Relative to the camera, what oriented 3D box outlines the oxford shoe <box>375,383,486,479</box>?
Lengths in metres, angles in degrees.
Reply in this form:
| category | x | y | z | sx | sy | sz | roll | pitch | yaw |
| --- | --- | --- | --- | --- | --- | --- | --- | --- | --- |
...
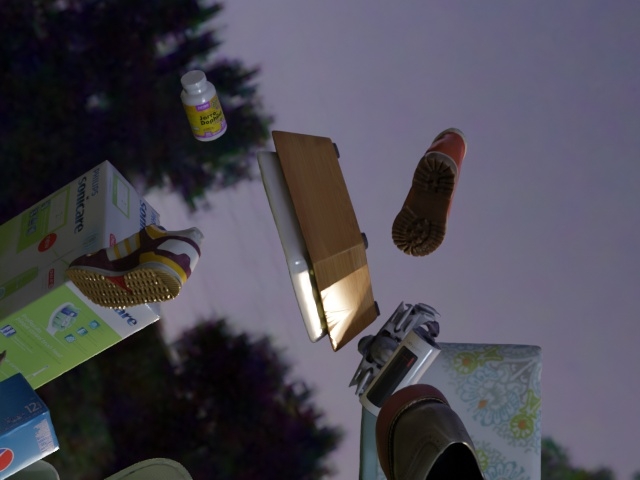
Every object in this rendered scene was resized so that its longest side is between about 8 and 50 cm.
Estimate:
| category | x | y | z | sx | sy | sz | roll | pitch | yaw |
| --- | --- | --- | --- | --- | --- | --- | --- | --- | --- |
| oxford shoe | 0.146 | 0.343 | 1.708 | 0.130 | 0.123 | 0.348 | 45 | -25 | 59 |

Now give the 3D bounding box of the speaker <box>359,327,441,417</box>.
| category | x | y | z | sx | sy | sz | roll | pitch | yaw |
| --- | --- | --- | --- | --- | --- | --- | --- | --- | --- |
| speaker | 0.117 | 0.196 | 2.125 | 0.055 | 0.136 | 0.055 | 35 | 9 | -6 |

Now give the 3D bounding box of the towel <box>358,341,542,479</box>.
| category | x | y | z | sx | sy | sz | roll | pitch | yaw |
| --- | --- | --- | --- | --- | --- | --- | --- | --- | --- |
| towel | 0.228 | 0.368 | 2.567 | 0.090 | 0.321 | 0.374 | 74 | 17 | -83 |

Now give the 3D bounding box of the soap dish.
| category | x | y | z | sx | sy | sz | roll | pitch | yaw |
| --- | --- | --- | --- | --- | --- | --- | --- | --- | --- |
| soap dish | 0.000 | 0.000 | 2.131 | 0.291 | 0.118 | 0.229 | 78 | -4 | -60 |

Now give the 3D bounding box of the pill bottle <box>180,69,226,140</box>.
| category | x | y | z | sx | sy | sz | roll | pitch | yaw |
| --- | --- | --- | --- | --- | --- | --- | --- | --- | --- |
| pill bottle | -0.145 | -0.165 | 1.772 | 0.043 | 0.043 | 0.083 | 51 | -16 | 48 |

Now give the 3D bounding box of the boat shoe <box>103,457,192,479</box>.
| category | x | y | z | sx | sy | sz | roll | pitch | yaw |
| --- | --- | --- | --- | --- | --- | --- | --- | --- | --- |
| boat shoe | -0.323 | 0.382 | 1.835 | 0.127 | 0.340 | 0.113 | 53 | -30 | 27 |

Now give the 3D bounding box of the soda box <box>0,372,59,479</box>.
| category | x | y | z | sx | sy | sz | roll | pitch | yaw |
| --- | --- | --- | --- | --- | --- | --- | --- | --- | --- |
| soda box | -0.386 | 0.227 | 1.521 | 0.071 | 0.210 | 0.067 | 43 | -30 | 38 |

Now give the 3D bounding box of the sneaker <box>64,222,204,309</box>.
| category | x | y | z | sx | sy | sz | roll | pitch | yaw |
| --- | --- | --- | --- | --- | --- | --- | --- | --- | --- |
| sneaker | -0.204 | 0.025 | 1.616 | 0.185 | 0.084 | 0.069 | -2 | -45 | 41 |

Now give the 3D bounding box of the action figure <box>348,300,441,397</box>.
| category | x | y | z | sx | sy | sz | roll | pitch | yaw |
| --- | --- | --- | --- | --- | --- | --- | --- | --- | --- |
| action figure | 0.121 | 0.176 | 2.345 | 0.099 | 0.185 | 0.285 | 43 | 4 | 3 |

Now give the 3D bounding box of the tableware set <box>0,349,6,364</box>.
| category | x | y | z | sx | sy | sz | roll | pitch | yaw |
| --- | --- | --- | --- | --- | --- | --- | --- | --- | --- |
| tableware set | -0.349 | 0.150 | 1.314 | 0.020 | 0.169 | 0.141 | 50 | -2 | -25 |

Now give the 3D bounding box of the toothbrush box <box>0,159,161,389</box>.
| category | x | y | z | sx | sy | sz | roll | pitch | yaw |
| --- | --- | --- | --- | --- | --- | --- | --- | --- | --- |
| toothbrush box | -0.347 | 0.060 | 1.840 | 0.122 | 0.283 | 0.206 | 50 | 20 | -35 |

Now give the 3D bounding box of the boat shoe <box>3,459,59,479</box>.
| category | x | y | z | sx | sy | sz | roll | pitch | yaw |
| --- | --- | --- | --- | --- | --- | --- | --- | --- | --- |
| boat shoe | -0.452 | 0.328 | 1.937 | 0.070 | 0.219 | 0.077 | -27 | 108 | -85 |

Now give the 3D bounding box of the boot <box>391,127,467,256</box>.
| category | x | y | z | sx | sy | sz | roll | pitch | yaw |
| --- | --- | --- | --- | --- | --- | --- | --- | --- | --- |
| boot | 0.126 | -0.052 | 1.616 | 0.059 | 0.084 | 0.158 | 22 | -47 | 4 |
